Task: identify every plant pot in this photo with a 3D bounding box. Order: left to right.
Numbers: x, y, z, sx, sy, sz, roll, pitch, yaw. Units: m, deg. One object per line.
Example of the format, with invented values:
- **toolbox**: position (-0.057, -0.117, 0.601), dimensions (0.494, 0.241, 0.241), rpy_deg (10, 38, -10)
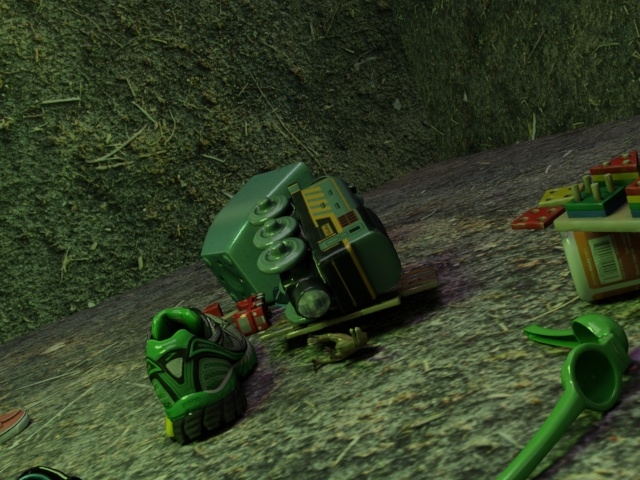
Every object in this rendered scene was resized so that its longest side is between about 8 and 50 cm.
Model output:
- **plant pot**: position (-0.115, 0.011, 1.489), dimensions (0.252, 0.247, 0.247), rpy_deg (-45, 20, -28)

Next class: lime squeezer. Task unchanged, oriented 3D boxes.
- **lime squeezer**: position (0.217, 0.113, 0.591), dimensions (0.109, 0.059, 0.310), rpy_deg (-16, 10, 25)

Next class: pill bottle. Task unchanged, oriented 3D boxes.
- **pill bottle**: position (0.394, -0.010, 0.766), dimensions (0.216, 0.121, 0.121), rpy_deg (-16, 8, 19)

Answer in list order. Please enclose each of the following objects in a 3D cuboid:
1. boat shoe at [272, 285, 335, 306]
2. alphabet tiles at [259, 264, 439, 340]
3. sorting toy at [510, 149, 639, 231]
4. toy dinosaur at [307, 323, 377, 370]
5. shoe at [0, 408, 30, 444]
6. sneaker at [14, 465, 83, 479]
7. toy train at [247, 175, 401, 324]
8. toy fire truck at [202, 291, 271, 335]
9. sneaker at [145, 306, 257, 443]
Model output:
- **boat shoe**: position (0.005, 0.061, 1.192), dimensions (0.258, 0.089, 0.109), rpy_deg (-17, 2, 42)
- **alphabet tiles**: position (0.055, 0.100, 1.102), dimensions (0.285, 0.011, 0.342), rpy_deg (-19, 1, 9)
- **sorting toy**: position (0.326, -0.057, 0.698), dimensions (0.132, 0.046, 0.274), rpy_deg (-30, 17, -28)
- **toy dinosaur**: position (0.032, 0.145, 0.908), dimensions (0.092, 0.053, 0.183), rpy_deg (-9, -7, 2)
- **shoe**: position (-0.558, 0.302, 1.086), dimensions (0.063, 0.081, 0.178), rpy_deg (-16, 9, 23)
- **sneaker**: position (-0.257, 0.254, 0.610), dimensions (0.267, 0.106, 0.101), rpy_deg (-14, 11, 43)
- **toy train**: position (0.000, 0.000, 1.042), dimensions (0.190, 0.142, 0.334), rpy_deg (-26, 27, 1)
- **toy fire truck**: position (-0.166, 0.150, 1.303), dimensions (0.135, 0.047, 0.192), rpy_deg (-20, 9, -1)
- **sneaker**: position (-0.171, 0.151, 0.953), dimensions (0.134, 0.146, 0.343), rpy_deg (-21, 7, -6)
